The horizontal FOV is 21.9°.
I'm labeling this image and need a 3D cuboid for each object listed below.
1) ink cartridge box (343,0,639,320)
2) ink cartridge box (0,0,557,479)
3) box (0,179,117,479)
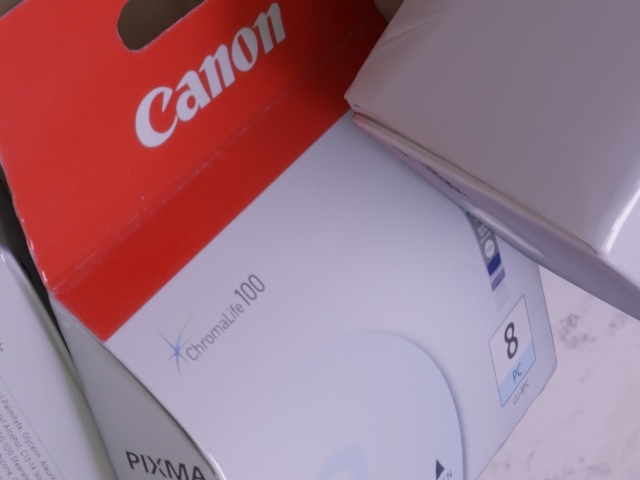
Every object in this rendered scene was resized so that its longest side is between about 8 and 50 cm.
[{"bbox_3d":[0.229,-0.151,0.838,0.395,0.166,0.285,-57,146,2],"label":"ink cartridge box"},{"bbox_3d":[0.000,0.000,0.871,0.308,0.091,0.385,-45,133,-42],"label":"ink cartridge box"},{"bbox_3d":[-0.192,0.059,0.873,0.119,0.181,0.182,-27,122,-5],"label":"box"}]
